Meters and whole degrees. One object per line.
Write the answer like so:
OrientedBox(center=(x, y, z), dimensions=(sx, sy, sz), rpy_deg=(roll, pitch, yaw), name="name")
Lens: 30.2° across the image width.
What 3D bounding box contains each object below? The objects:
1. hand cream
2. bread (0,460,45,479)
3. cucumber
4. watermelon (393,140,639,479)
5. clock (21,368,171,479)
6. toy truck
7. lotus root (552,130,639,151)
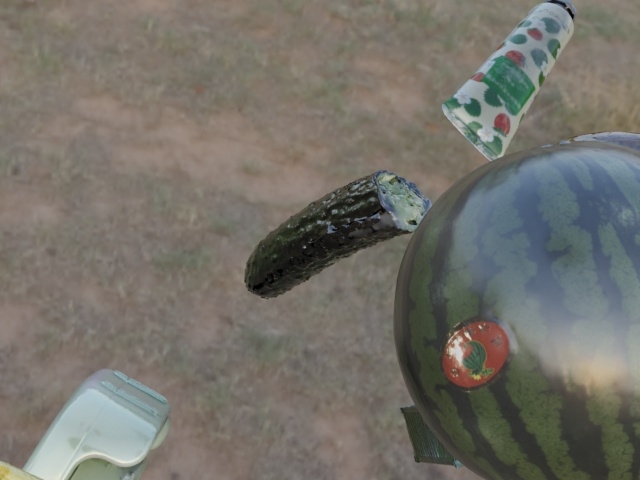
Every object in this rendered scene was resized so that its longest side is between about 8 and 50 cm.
OrientedBox(center=(0.231, -0.199, 1.394), dimensions=(0.095, 0.059, 0.276), rpy_deg=(44, 53, -9), name="hand cream")
OrientedBox(center=(-0.209, 0.181, 0.733), dimensions=(0.109, 0.084, 0.080), rpy_deg=(36, 48, -37), name="bread")
OrientedBox(center=(0.000, -0.003, 1.051), dimensions=(0.067, 0.245, 0.067), rpy_deg=(15, 65, -35), name="cucumber")
OrientedBox(center=(0.144, 0.049, 0.687), dimensions=(0.212, 0.212, 0.212), rpy_deg=(11, 35, -8), name="watermelon")
OrientedBox(center=(-0.277, 0.296, 1.248), dimensions=(0.108, 0.324, 0.265), rpy_deg=(30, -2, -4), name="clock")
OrientedBox(center=(0.196, 0.227, 1.495), dimensions=(0.121, 0.259, 0.088), rpy_deg=(-16, 84, -13), name="toy truck")
OrientedBox(center=(0.369, -0.029, 1.412), dimensions=(0.291, 0.193, 0.193), rpy_deg=(12, 30, 26), name="lotus root")
